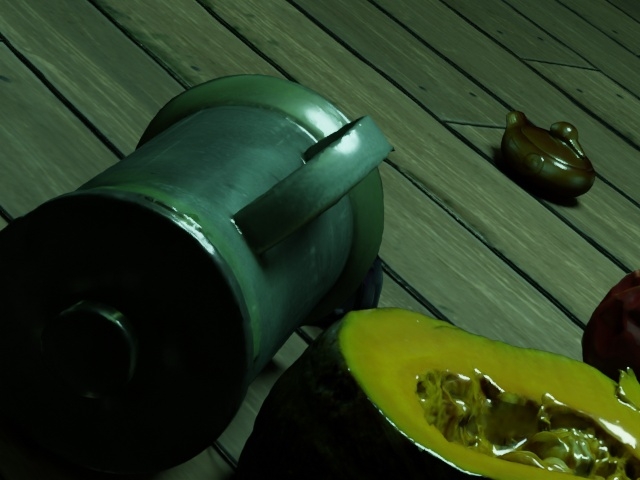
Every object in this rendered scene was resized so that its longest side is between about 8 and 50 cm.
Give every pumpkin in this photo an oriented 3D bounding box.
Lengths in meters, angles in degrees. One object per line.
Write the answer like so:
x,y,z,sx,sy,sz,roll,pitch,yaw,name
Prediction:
0.101,0.149,1.233,0.317,0.139,0.222,13,28,-23,pumpkin

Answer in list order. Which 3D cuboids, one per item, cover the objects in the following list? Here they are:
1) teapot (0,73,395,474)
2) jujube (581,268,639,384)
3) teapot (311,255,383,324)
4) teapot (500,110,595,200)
-0.070,0.006,1.210,0.200,0.270,0.337,56,22,-6,teapot
0.332,0.125,1.499,0.250,0.174,0.174,36,24,32,jujube
0.000,0.000,1.506,0.087,0.096,0.177,10,27,-35,teapot
0.255,-0.101,2.041,0.098,0.078,0.129,4,30,-44,teapot
